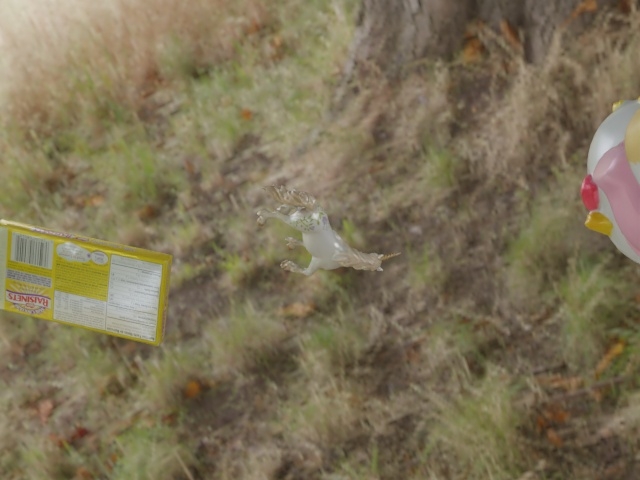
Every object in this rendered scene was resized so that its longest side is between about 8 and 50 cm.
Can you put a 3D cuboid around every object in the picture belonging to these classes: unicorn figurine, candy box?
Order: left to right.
[{"bbox_3d":[-0.269,0.046,1.388,0.205,0.105,0.027,12,23,9],"label":"candy box"},{"bbox_3d":[0.000,0.000,1.393,0.111,0.162,0.060,-1,59,34],"label":"unicorn figurine"}]

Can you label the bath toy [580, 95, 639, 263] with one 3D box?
[{"bbox_3d":[0.223,-0.035,0.688,0.151,0.129,0.348,6,-2,-3],"label":"bath toy"}]
